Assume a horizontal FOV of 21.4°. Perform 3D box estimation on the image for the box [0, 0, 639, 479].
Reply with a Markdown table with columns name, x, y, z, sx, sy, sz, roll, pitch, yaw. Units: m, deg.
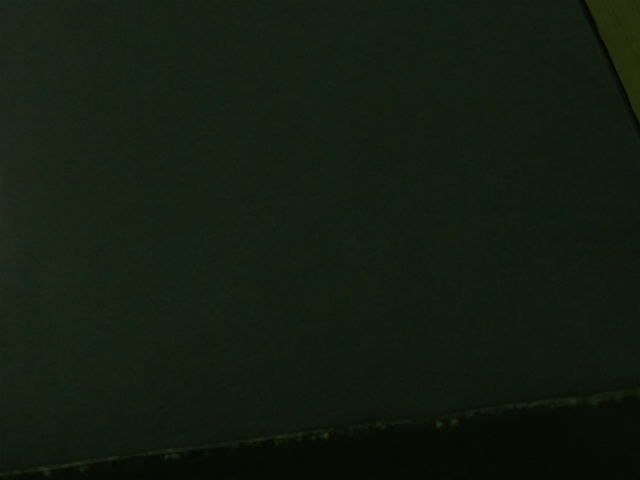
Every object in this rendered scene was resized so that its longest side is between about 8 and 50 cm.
| name | x | y | z | sx | sy | sz | roll | pitch | yaw |
| --- | --- | --- | --- | --- | --- | --- | --- | --- | --- |
| box | -0.036 | 0.013 | 0.541 | 0.312 | 0.179 | 0.343 | 95 | 166 | -47 |

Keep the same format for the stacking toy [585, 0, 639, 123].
| name | x | y | z | sx | sy | sz | roll | pitch | yaw |
| --- | --- | --- | --- | --- | --- | --- | --- | --- | --- |
| stacking toy | 0.093 | 0.024 | 0.692 | 0.330 | 0.141 | 0.141 | 117 | 176 | -67 |
